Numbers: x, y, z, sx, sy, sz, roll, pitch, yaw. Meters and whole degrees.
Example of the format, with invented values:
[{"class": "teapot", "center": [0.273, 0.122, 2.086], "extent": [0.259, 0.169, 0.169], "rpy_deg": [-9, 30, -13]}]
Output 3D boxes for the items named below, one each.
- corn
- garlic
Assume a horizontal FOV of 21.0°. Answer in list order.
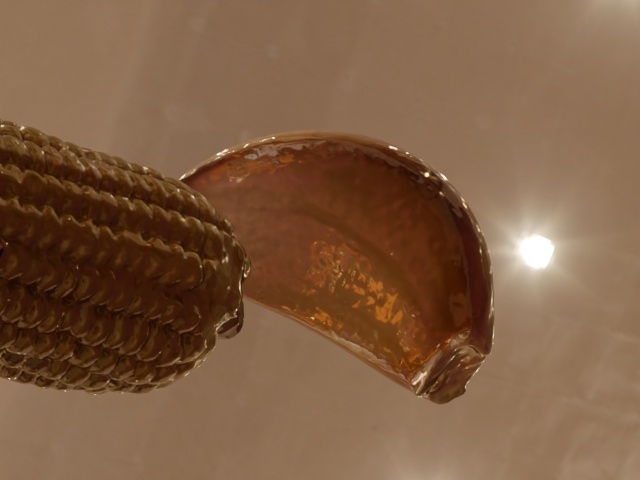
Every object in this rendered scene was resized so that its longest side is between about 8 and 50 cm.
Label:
[{"class": "corn", "center": [-0.126, 0.000, 0.639], "extent": [0.261, 0.097, 0.097], "rpy_deg": [20, -86, -44]}, {"class": "garlic", "center": [-0.002, 0.006, 0.943], "extent": [0.206, 0.115, 0.128], "rpy_deg": [18, -102, 2]}]
